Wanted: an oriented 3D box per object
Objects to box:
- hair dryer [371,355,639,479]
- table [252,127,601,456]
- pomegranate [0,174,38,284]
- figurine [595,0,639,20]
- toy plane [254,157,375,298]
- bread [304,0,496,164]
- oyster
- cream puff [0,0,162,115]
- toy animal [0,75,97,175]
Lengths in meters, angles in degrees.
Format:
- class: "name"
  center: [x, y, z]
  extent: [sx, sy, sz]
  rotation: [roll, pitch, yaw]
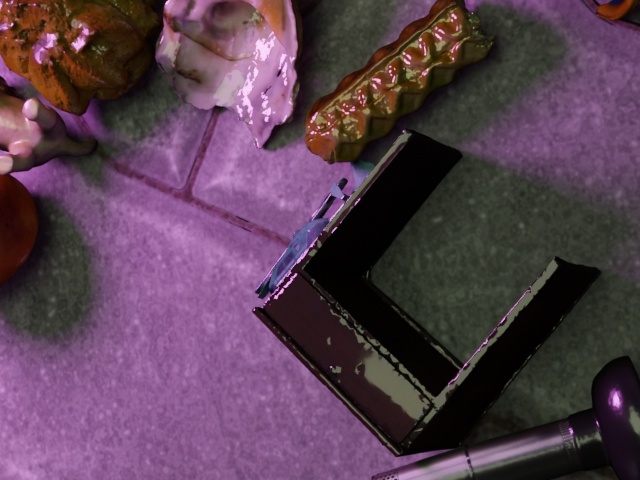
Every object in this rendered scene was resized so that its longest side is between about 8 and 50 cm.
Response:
- class: "hair dryer"
  center: [0.253, 0.304, 1.672]
  extent: [0.320, 0.284, 0.155]
  rotation: [-25, 35, 10]
- class: "table"
  center: [0.126, 0.062, 1.710]
  extent: [0.250, 0.196, 0.282]
  rotation: [44, 103, 23]
- class: "pomegranate"
  center: [-0.491, -0.015, 2.012]
  extent: [0.209, 0.209, 0.209]
  rotation: [-3, 84, 25]
- class: "figurine"
  center: [0.227, -0.456, 1.611]
  extent: [0.268, 0.387, 0.401]
  rotation: [-1, 88, 1]
- class: "toy plane"
  center: [0.000, 0.000, 1.850]
  extent: [0.235, 0.060, 0.096]
  rotation: [-52, 33, 14]
- class: "bread"
  center: [0.089, -0.192, 1.809]
  extent: [0.269, 0.087, 0.098]
  rotation: [-39, 70, 16]
- class: "oyster"
  center: [-0.102, -0.277, 1.888]
  extent: [0.271, 0.100, 0.275]
  rotation: [-38, 99, 23]
- class: "cream puff"
  center: [-0.334, -0.296, 1.983]
  extent: [0.244, 0.196, 0.244]
  rotation: [-18, 48, 21]
- class: "toy animal"
  center: [-0.440, -0.174, 2.015]
  extent: [0.233, 0.169, 0.121]
  rotation: [27, 102, 24]
